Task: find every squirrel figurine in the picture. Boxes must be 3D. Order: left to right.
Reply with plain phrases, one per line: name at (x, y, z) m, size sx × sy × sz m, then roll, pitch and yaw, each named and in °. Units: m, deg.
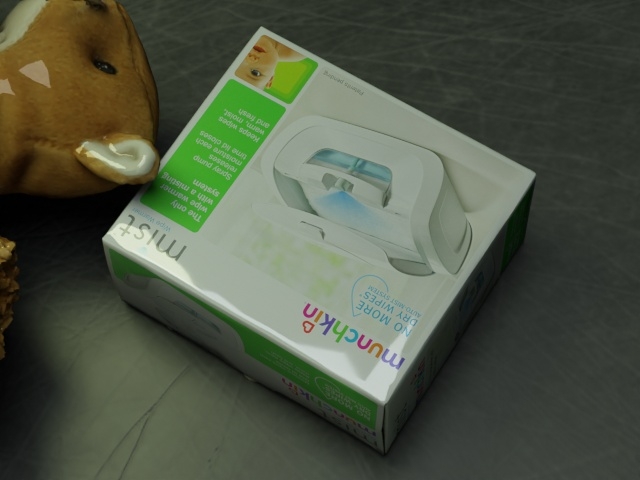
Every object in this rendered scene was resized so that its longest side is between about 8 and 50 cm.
squirrel figurine at (-0.316, -0.059, 1.390) m, size 0.370 × 0.281 × 0.397 m, roll 11°, pitch 80°, yaw -22°

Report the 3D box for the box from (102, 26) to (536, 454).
box at (0.000, 0.000, 1.447) m, size 0.262 × 0.127 × 0.231 m, roll 30°, pitch 69°, yaw 15°
